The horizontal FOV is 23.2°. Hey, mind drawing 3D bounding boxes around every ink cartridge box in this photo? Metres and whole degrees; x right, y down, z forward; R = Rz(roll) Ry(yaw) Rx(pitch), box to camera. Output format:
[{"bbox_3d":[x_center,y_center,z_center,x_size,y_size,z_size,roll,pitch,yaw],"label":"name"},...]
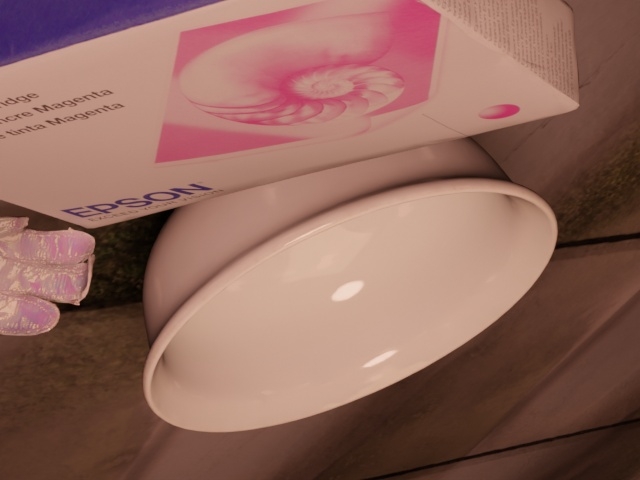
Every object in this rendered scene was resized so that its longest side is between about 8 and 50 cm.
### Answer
[{"bbox_3d":[-0.086,-0.093,0.741,0.324,0.071,0.330,-12,165,29],"label":"ink cartridge box"}]

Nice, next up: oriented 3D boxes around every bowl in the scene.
[{"bbox_3d":[0.000,0.000,1.053,0.298,0.134,0.298,-20,155,-10],"label":"bowl"}]

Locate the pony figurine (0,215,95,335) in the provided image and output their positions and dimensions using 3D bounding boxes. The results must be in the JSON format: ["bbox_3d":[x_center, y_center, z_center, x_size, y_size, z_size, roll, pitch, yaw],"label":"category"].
[{"bbox_3d":[-0.322,0.095,0.844,0.351,0.302,0.363,1,159,12],"label":"pony figurine"}]
